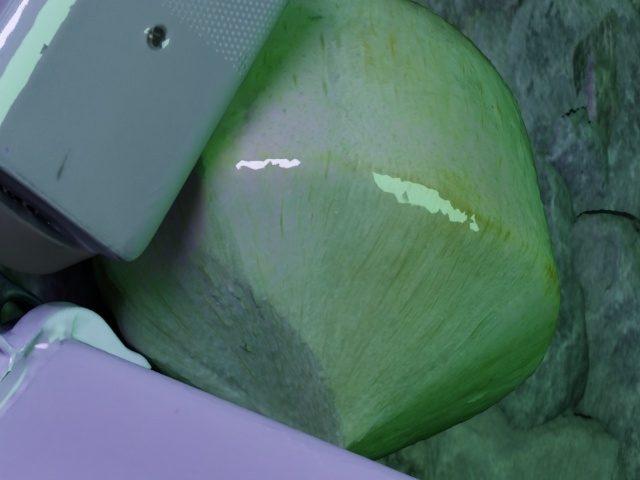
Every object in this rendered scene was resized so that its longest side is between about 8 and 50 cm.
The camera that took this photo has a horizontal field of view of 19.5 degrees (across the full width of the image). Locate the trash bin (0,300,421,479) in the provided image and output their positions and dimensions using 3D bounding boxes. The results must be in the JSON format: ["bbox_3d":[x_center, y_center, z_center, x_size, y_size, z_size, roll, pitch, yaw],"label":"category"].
[{"bbox_3d":[-0.075,0.193,0.959,0.256,0.367,0.296,-51,128,-25],"label":"trash bin"}]

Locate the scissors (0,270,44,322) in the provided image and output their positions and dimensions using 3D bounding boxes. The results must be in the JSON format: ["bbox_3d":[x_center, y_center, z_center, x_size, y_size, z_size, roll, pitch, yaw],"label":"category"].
[{"bbox_3d":[-0.220,-0.007,1.071,0.109,0.022,0.300,-39,119,-45],"label":"scissors"}]

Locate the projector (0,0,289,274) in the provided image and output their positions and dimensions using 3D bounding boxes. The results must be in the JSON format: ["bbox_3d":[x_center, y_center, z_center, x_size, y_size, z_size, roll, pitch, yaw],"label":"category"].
[{"bbox_3d":[-0.146,-0.109,0.978,0.163,0.177,0.242,40,73,-43],"label":"projector"}]

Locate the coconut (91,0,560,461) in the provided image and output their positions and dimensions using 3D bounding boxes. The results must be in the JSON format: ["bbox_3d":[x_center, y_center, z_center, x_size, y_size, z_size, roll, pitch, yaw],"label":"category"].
[{"bbox_3d":[0.000,0.000,1.141,0.328,0.281,0.328,-6,90,-86],"label":"coconut"}]
